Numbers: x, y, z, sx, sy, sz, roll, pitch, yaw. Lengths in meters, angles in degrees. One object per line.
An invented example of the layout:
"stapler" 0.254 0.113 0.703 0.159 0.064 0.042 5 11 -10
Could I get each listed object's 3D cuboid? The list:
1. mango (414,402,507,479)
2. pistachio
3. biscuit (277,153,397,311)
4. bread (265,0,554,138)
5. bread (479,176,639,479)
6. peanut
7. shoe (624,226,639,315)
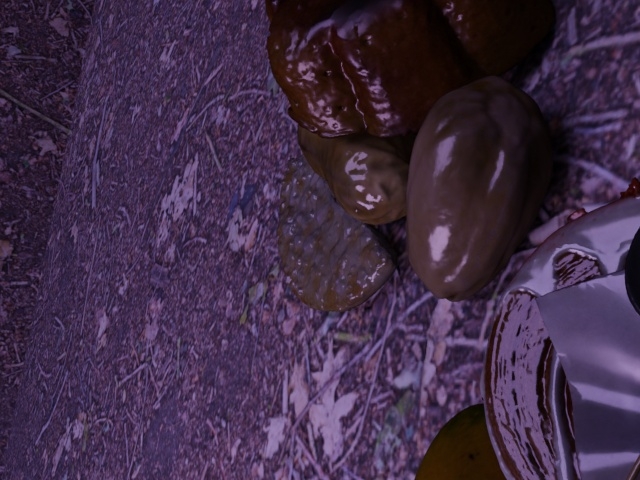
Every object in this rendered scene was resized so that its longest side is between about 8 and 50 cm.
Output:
"mango" 0.115 0.214 0.507 0.151 0.121 0.221 -59 26 29
"pistachio" 0.117 -0.038 0.630 0.126 0.108 0.185 -137 56 -65
"biscuit" 0.002 0.000 0.877 0.141 0.038 0.289 -64 30 21
"bread" 0.061 -0.206 0.721 0.247 0.135 0.232 -30 43 12
"bread" 0.196 0.080 0.421 0.212 0.142 0.224 34 104 45
"peanut" 0.036 -0.099 0.808 0.229 0.103 0.098 -120 14 -51
"shoe" 0.200 -0.030 0.325 0.179 0.049 0.071 -34 45 22
